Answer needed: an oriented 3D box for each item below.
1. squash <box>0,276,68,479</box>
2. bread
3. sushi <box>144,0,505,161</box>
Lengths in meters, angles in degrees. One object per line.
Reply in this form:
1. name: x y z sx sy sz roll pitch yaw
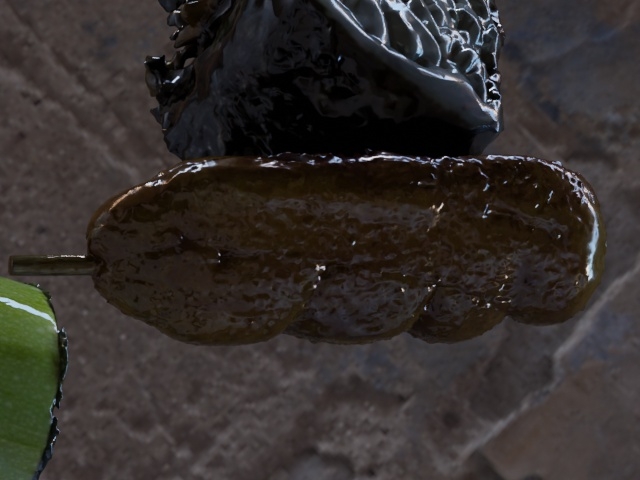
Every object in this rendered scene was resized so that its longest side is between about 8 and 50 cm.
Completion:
1. squash: -0.190 0.038 0.450 0.188 0.095 0.095 17 -12 -33
2. bread: 0.000 0.001 0.747 0.084 0.344 0.124 -120 -148 -61
3. sushi: -0.004 -0.134 0.908 0.234 0.348 0.207 40 -62 -7
